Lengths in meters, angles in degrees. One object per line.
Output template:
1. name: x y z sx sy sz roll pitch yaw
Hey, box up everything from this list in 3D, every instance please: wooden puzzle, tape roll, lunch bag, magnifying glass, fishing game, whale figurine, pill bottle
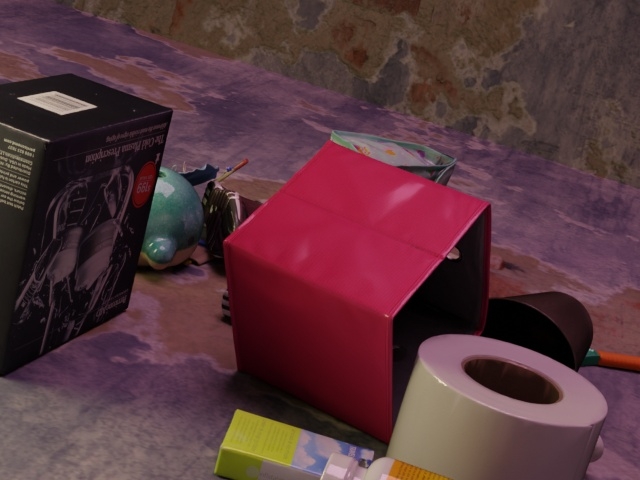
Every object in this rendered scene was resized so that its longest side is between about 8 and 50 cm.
1. wooden puzzle: -0.219 0.019 2.258 0.078 0.014 0.116 28 20 23
2. tape roll: 0.214 0.243 1.672 0.246 0.169 0.246 15 18 -5
3. lunch bag: 0.121 -0.070 2.480 0.262 0.223 0.160 4 26 -38
4. magnifying glass: 0.446 0.194 2.278 0.230 0.026 0.092 11 17 -17
5. fishing game: -0.267 -0.103 2.374 0.264 0.041 0.189 -16 -8 -34
6. whale figurine: -0.306 -0.039 2.132 0.272 0.141 0.216 -14 43 -45
7. pill bottle: 0.097 0.305 1.462 0.208 0.118 0.117 18 17 9

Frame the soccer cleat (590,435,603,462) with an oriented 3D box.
1. soccer cleat: 0.302 0.264 1.873 0.076 0.068 0.196 -8 22 -43

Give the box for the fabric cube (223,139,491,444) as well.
1. fabric cube: 0.054 0.065 1.805 0.258 0.254 0.259 23 50 26

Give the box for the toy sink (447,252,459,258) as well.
1. toy sink: 0.135 0.100 2.117 0.152 0.131 0.234 25 24 29

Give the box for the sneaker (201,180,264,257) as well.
1. sneaker: -0.113 -0.025 2.322 0.162 0.106 0.281 19 14 -17

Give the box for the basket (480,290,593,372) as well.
1. basket: 0.333 0.155 2.100 0.204 0.154 0.227 25 15 22

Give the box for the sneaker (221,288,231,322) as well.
1. sneaker: -0.025 0.105 2.043 0.228 0.086 0.132 19 15 13

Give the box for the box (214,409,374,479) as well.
1. box: -0.029 0.263 1.607 0.178 0.042 0.109 16 18 1

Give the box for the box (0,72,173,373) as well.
1. box: -0.373 -0.036 1.787 0.178 0.313 0.343 21 18 15
